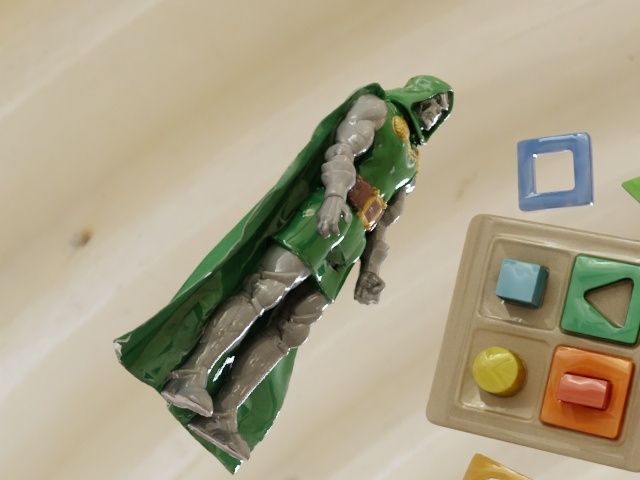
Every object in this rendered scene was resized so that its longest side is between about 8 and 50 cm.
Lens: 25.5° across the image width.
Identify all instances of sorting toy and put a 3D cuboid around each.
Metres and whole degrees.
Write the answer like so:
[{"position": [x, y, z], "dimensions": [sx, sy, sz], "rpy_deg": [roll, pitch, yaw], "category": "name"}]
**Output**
[{"position": [0.184, 0.078, 1.127], "dimensions": [0.196, 0.347, 0.047], "rpy_deg": [10, -7, 27], "category": "sorting toy"}]

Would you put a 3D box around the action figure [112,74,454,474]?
[{"position": [0.000, 0.000, 0.735], "dimensions": [0.063, 0.232, 0.137], "rpy_deg": [21, -23, 32], "category": "action figure"}]
